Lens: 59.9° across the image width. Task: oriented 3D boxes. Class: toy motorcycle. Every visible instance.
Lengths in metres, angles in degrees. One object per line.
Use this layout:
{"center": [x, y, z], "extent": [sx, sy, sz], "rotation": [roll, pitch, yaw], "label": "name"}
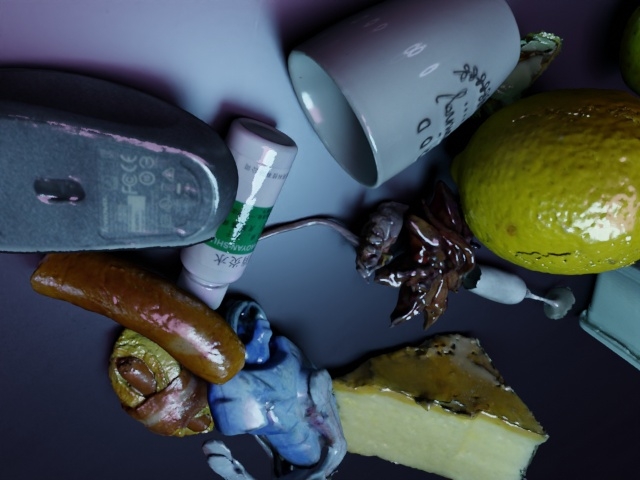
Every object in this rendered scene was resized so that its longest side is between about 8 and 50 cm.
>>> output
{"center": [-0.063, 0.261, 0.862], "extent": [0.182, 0.241, 0.319], "rotation": [-30, 127, 6], "label": "toy motorcycle"}

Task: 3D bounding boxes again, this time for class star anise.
{"center": [0.199, 0.033, 0.865], "extent": [0.272, 0.102, 0.272], "rotation": [-22, 123, -38], "label": "star anise"}
{"center": [0.000, 0.000, 0.855], "extent": [0.227, 0.218, 0.148], "rotation": [24, 153, 8], "label": "star anise"}

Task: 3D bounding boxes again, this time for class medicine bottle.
{"center": [-0.120, -0.028, 0.737], "extent": [0.095, 0.095, 0.260], "rotation": [14, 116, -30], "label": "medicine bottle"}

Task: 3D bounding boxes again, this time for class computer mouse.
{"center": [-0.282, -0.078, 0.624], "extent": [0.374, 0.114, 0.203], "rotation": [4, 122, -16], "label": "computer mouse"}

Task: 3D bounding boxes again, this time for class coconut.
{"center": [0.257, -0.227, 0.784], "extent": [0.158, 0.055, 0.133], "rotation": [-27, 153, 9], "label": "coconut"}

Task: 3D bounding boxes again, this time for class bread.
{"center": [0.212, 0.353, 1.025], "extent": [0.315, 0.279, 0.248], "rotation": [-18, 134, -26], "label": "bread"}

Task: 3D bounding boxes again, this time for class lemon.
{"center": [0.329, -0.081, 0.763], "extent": [0.258, 0.310, 0.258], "rotation": [-19, 112, -58], "label": "lemon"}

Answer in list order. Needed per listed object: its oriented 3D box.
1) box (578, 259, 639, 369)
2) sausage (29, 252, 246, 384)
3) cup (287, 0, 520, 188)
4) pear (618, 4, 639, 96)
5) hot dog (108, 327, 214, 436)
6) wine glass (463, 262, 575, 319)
{"center": [0.662, 0.136, 1.050], "extent": [0.175, 0.312, 0.182], "rotation": [-15, 118, -14], "label": "box"}
{"center": [-0.225, 0.087, 0.710], "extent": [0.302, 0.076, 0.103], "rotation": [30, 135, -10], "label": "sausage"}
{"center": [0.109, -0.185, 0.703], "extent": [0.234, 0.186, 0.258], "rotation": [-33, 157, -10], "label": "cup"}
{"center": [0.571, -0.306, 0.815], "extent": [0.238, 0.164, 0.255], "rotation": [22, 116, -43], "label": "pear"}
{"center": [-0.235, 0.245, 0.865], "extent": [0.123, 0.093, 0.261], "rotation": [-38, 128, 3], "label": "hot dog"}
{"center": [0.364, 0.092, 1.040], "extent": [0.262, 0.074, 0.074], "rotation": [16, 113, -29], "label": "wine glass"}
